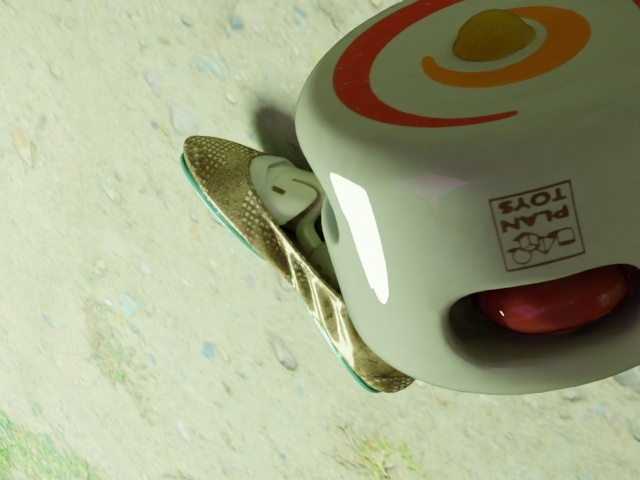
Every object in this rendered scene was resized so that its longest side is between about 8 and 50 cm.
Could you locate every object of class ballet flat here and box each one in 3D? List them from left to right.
[{"bbox_3d":[0.000,0.000,1.117,0.206,0.073,0.067,48,121,1],"label":"ballet flat"}]

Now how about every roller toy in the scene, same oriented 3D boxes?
[{"bbox_3d":[0.093,-0.037,0.821,0.209,0.191,0.146,17,134,43],"label":"roller toy"}]
